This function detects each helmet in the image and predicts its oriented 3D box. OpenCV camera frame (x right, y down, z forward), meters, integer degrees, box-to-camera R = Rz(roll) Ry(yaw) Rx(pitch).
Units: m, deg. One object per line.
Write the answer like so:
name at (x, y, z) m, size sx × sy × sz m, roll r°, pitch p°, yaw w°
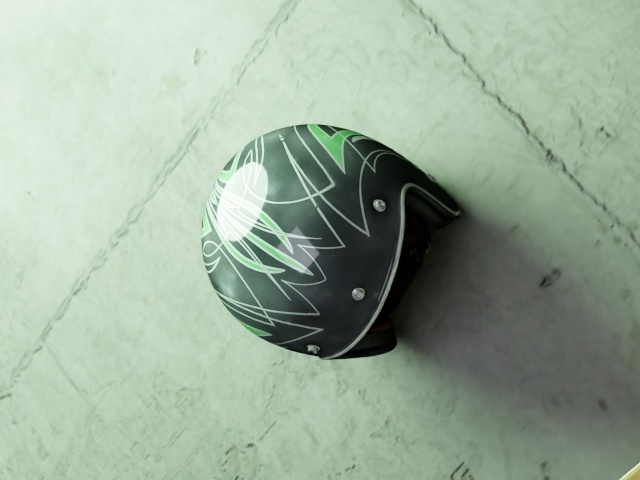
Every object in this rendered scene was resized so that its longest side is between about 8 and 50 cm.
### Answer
helmet at (0.000, 0.000, 1.173) m, size 0.169 × 0.161 × 0.169 m, roll -1°, pitch 88°, yaw 35°

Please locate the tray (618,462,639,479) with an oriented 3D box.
tray at (0.345, 0.039, 0.905) m, size 0.411 × 0.203 × 0.076 m, roll -45°, pitch 65°, yaw 25°
